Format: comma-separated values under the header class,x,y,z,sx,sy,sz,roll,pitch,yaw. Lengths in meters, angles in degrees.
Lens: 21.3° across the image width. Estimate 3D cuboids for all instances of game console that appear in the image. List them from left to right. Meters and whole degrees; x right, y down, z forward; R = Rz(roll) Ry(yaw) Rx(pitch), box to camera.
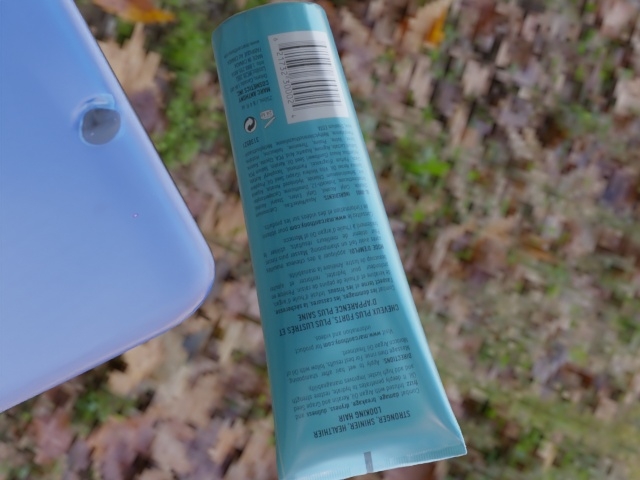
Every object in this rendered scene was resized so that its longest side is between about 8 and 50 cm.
class,x,y,z,sx,sy,sz,roll,pitch,yaw
game console,-0.210,-0.048,0.502,0.173,0.250,0.293,-51,146,-21

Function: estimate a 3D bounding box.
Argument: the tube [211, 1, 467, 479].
class,x,y,z,sx,sy,sz,roll,pitch,yaw
tube,0.000,0.000,0.736,0.052,0.080,0.207,76,1,-77
